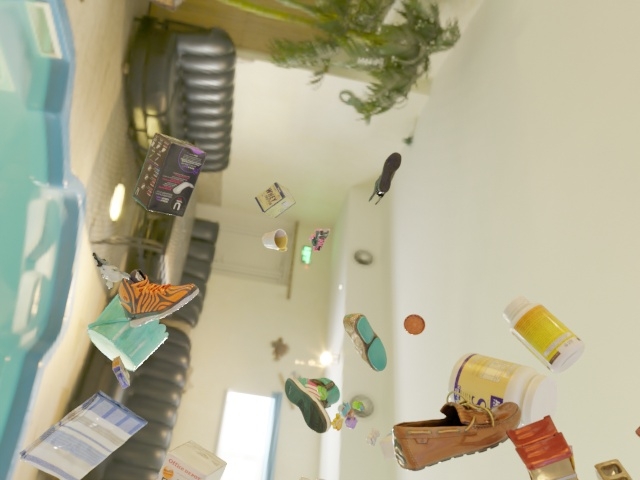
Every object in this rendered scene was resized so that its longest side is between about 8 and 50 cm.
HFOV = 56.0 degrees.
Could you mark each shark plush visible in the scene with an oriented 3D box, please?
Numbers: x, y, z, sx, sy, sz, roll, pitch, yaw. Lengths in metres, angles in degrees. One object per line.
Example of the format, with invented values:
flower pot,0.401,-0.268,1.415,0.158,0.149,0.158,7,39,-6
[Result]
shark plush,-0.650,0.086,1.819,0.067,0.073,0.161,59,8,33

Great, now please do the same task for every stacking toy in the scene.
stacking toy,0.085,0.569,1.952,0.052,0.167,0.221,-51,134,-32

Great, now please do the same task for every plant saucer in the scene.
plant saucer,0.358,0.322,2.297,0.013,0.084,0.083,81,15,-65

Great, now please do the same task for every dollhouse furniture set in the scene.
dollhouse furniture set,0.664,0.508,1.415,0.152,0.374,0.201,-86,154,-75

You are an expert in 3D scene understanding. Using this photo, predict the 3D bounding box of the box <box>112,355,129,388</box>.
box,-0.680,0.450,2.052,0.081,0.028,0.136,68,-13,-12

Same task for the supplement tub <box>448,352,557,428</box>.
supplement tub,0.669,0.562,2.219,0.331,0.241,0.240,7,-94,46

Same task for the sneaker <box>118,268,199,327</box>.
sneaker,-0.572,0.172,2.041,0.180,0.321,0.124,64,24,-8

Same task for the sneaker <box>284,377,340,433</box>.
sneaker,0.006,0.603,2.236,0.295,0.179,0.123,38,-59,53

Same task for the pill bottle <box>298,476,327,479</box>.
pill bottle,0.029,0.932,2.138,0.136,0.246,0.136,16,90,-76

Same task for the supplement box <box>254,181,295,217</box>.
supplement box,-0.133,-0.119,1.783,0.056,0.083,0.083,59,13,21

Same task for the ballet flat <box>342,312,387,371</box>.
ballet flat,0.114,0.261,1.574,0.073,0.067,0.206,-46,128,-31

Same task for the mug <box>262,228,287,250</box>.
mug,-0.145,0.005,1.868,0.062,0.064,0.078,-30,109,-49

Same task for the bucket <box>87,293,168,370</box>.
bucket,-0.755,0.360,2.344,0.183,0.281,0.281,-52,169,-33

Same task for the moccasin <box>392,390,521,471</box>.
moccasin,0.362,0.484,1.590,0.139,0.380,0.146,157,-77,-75

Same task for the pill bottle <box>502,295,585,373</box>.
pill bottle,0.608,0.253,1.658,0.215,0.117,0.117,49,-40,36

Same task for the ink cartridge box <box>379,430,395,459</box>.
ink cartridge box,0.296,0.648,1.938,0.104,0.181,0.061,-12,83,-60

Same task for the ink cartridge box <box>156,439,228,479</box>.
ink cartridge box,-0.470,0.858,2.106,0.232,0.171,0.168,-66,164,2

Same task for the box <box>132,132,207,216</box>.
box,-0.573,-0.247,2.282,0.143,0.165,0.270,33,-76,43

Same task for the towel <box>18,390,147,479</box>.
towel,-0.663,0.562,1.697,0.209,0.285,0.034,52,-1,-38

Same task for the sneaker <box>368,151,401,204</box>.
sneaker,0.208,-0.201,1.947,0.089,0.051,0.170,153,-41,-81

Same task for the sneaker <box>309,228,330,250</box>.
sneaker,0.000,0.000,1.769,0.119,0.047,0.057,130,-40,-67
